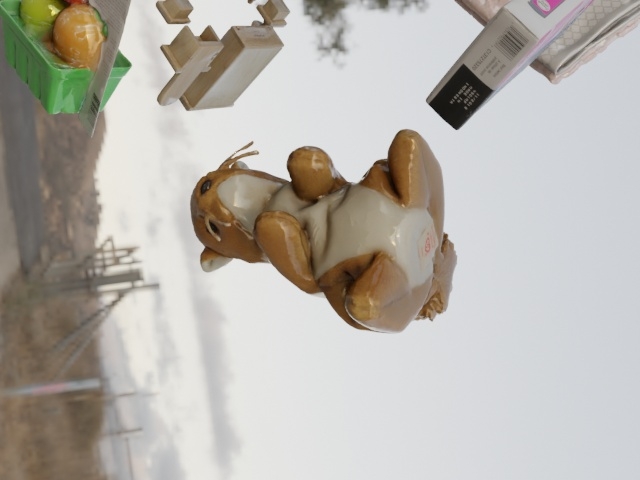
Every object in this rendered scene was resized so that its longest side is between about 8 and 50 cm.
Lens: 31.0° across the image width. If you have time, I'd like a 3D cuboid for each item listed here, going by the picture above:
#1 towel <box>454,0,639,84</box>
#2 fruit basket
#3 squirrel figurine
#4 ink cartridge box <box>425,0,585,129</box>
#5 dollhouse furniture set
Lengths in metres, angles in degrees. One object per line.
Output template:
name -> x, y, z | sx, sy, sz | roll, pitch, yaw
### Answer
towel -> 0.402, -0.442, 1.883 | 0.317, 0.332, 0.053 | 50, -8, 31
fruit basket -> -0.403, -0.404, 1.940 | 0.327, 0.165, 0.353 | 46, -57, 35
squirrel figurine -> 0.000, 0.000, 1.751 | 0.397, 0.370, 0.281 | 33, 66, -61
ink cartridge box -> 0.281, -0.285, 1.448 | 0.069, 0.371, 0.176 | 43, -42, 2
dollhouse furniture set -> -0.245, -0.413, 1.987 | 0.174, 0.303, 0.355 | -44, -107, 34
